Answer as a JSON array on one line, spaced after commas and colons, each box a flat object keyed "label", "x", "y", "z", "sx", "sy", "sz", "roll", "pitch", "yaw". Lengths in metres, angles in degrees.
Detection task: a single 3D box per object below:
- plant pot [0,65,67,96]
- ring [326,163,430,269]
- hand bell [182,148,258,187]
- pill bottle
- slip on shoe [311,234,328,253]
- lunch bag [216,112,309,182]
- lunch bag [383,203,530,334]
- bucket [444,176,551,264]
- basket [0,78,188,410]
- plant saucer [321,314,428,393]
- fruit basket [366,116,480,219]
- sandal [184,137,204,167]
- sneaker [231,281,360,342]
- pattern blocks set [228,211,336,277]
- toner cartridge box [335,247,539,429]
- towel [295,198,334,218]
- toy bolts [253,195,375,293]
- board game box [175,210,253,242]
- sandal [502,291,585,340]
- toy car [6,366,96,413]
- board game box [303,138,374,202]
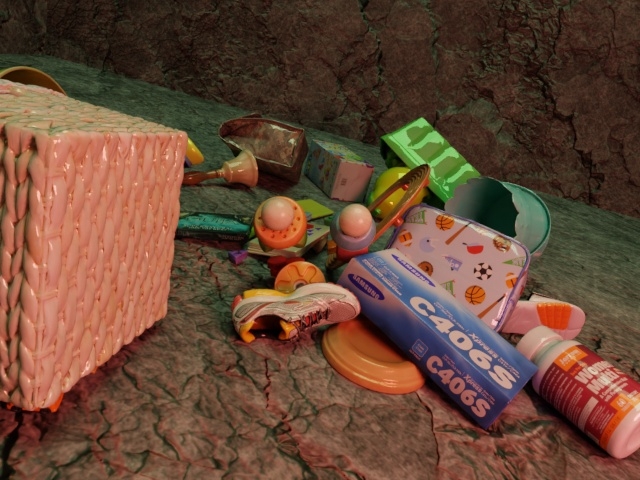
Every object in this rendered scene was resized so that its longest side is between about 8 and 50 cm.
[{"label": "plant pot", "x": -0.774, "y": -0.250, "z": 1.111, "sx": 0.293, "sy": 0.275, "sz": 0.275, "roll": 3, "pitch": 19, "yaw": 12}, {"label": "ring", "x": 0.138, "y": -0.050, "z": 1.142, "sx": 0.032, "sy": 0.336, "sz": 0.337, "roll": 43, "pitch": 20, "yaw": -8}, {"label": "hand bell", "x": -0.329, "y": -0.206, "z": 1.499, "sx": 0.241, "sy": 0.126, "sz": 0.126, "roll": -15, "pitch": 35, "yaw": -33}, {"label": "pill bottle", "x": 0.452, "y": 0.252, "z": 0.842, "sx": 0.121, "sy": 0.121, "sz": 0.221, "roll": 1, "pitch": 26, "yaw": -32}, {"label": "slip on shoe", "x": 0.000, "y": 0.000, "z": 1.270, "sx": 0.041, "sy": 0.051, "sz": 0.135, "roll": 57, "pitch": 15, "yaw": -3}, {"label": "lunch bag", "x": -0.198, "y": -0.328, "z": 1.685, "sx": 0.286, "sy": 0.169, "sz": 0.235, "roll": 16, "pitch": -5, "yaw": 5}, {"label": "lunch bag", "x": 0.267, "y": 0.072, "z": 1.036, "sx": 0.303, "sy": 0.243, "sz": 0.115, "roll": 24, "pitch": -9, "yaw": 26}, {"label": "bucket", "x": 0.511, "y": -0.040, "z": 1.413, "sx": 0.183, "sy": 0.281, "sz": 0.281, "roll": 6, "pitch": 23, "yaw": -33}, {"label": "basket", "x": -0.366, "y": -0.024, "z": 0.627, "sx": 0.266, "sy": 0.332, "sz": 0.328, "roll": 13, "pitch": 14, "yaw": 6}, {"label": "plant saucer", "x": 0.101, "y": 0.192, "z": 0.867, "sx": 0.199, "sy": 0.037, "sz": 0.200, "roll": 13, "pitch": 22, "yaw": -5}, {"label": "fruit basket", "x": 0.317, "y": -0.193, "z": 1.695, "sx": 0.391, "sy": 0.392, "sz": 0.283, "roll": 19, "pitch": -4, "yaw": 10}, {"label": "sandal", "x": -0.497, "y": -0.269, "z": 1.496, "sx": 0.138, "sy": 0.126, "sz": 0.317, "roll": -46, "pitch": 38, "yaw": -20}, {"label": "sneaker", "x": -0.040, "y": 0.136, "z": 0.843, "sx": 0.225, "sy": 0.088, "sz": 0.093, "roll": -7, "pitch": 35, "yaw": -8}, {"label": "pattern blocks set", "x": -0.072, "y": -0.002, "z": 1.156, "sx": 0.285, "sy": 0.026, "sz": 0.324, "roll": 16, "pitch": 29, "yaw": 37}, {"label": "toner cartridge box", "x": 0.204, "y": 0.154, "z": 0.873, "sx": 0.348, "sy": 0.075, "sz": 0.165, "roll": 42, "pitch": 28, "yaw": 26}, {"label": "towel", "x": -0.059, "y": -0.086, "z": 1.469, "sx": 0.102, "sy": 0.021, "sz": 0.237, "roll": 32, "pitch": 25, "yaw": 23}, {"label": "toy bolts", "x": -0.003, "y": 0.011, "z": 0.904, "sx": 0.228, "sy": 0.219, "sz": 0.158, "roll": -11, "pitch": -15, "yaw": -4}, {"label": "board game box", "x": -0.259, "y": -0.035, "z": 1.158, "sx": 0.186, "sy": 0.026, "sz": 0.126, "roll": 4, "pitch": 22, "yaw": -3}, {"label": "sandal", "x": 0.471, "y": 0.161, "z": 1.104, "sx": 0.265, "sy": 0.102, "sz": 0.076, "roll": 10, "pitch": 25, "yaw": -9}, {"label": "toy car", "x": -0.338, "y": 0.170, "z": 0.621, "sx": 0.060, "sy": 0.041, "sz": 0.122, "roll": 16, "pitch": 22, "yaw": 2}, {"label": "board game box", "x": 0.063, "y": -0.263, "z": 1.811, "sx": 0.142, "sy": 0.145, "sz": 0.275, "roll": 5, "pitch": 25, "yaw": -27}]
